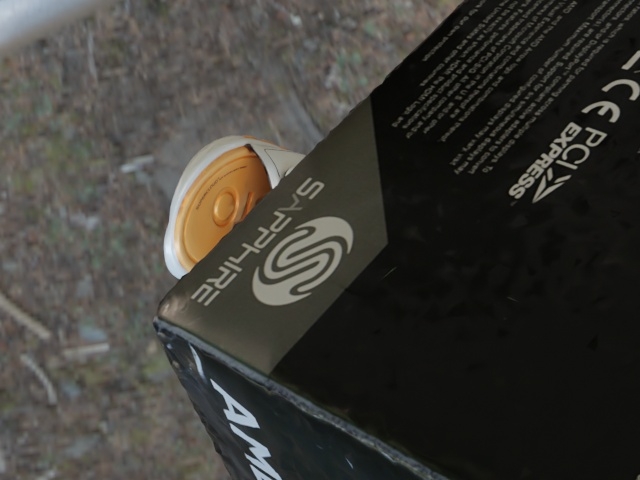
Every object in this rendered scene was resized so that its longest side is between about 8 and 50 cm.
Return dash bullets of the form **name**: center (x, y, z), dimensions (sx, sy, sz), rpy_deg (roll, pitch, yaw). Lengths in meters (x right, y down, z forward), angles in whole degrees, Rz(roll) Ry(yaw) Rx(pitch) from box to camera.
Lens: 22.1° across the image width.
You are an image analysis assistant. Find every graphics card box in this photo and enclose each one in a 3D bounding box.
- **graphics card box**: center (0.172, 0.033, 0.337), dimensions (0.233, 0.371, 0.094), rpy_deg (-47, 141, -23)

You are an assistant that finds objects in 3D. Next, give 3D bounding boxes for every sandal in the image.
- **sandal**: center (0.003, -0.010, 1.126), dimensions (0.265, 0.076, 0.102), rpy_deg (5, 99, -52)
